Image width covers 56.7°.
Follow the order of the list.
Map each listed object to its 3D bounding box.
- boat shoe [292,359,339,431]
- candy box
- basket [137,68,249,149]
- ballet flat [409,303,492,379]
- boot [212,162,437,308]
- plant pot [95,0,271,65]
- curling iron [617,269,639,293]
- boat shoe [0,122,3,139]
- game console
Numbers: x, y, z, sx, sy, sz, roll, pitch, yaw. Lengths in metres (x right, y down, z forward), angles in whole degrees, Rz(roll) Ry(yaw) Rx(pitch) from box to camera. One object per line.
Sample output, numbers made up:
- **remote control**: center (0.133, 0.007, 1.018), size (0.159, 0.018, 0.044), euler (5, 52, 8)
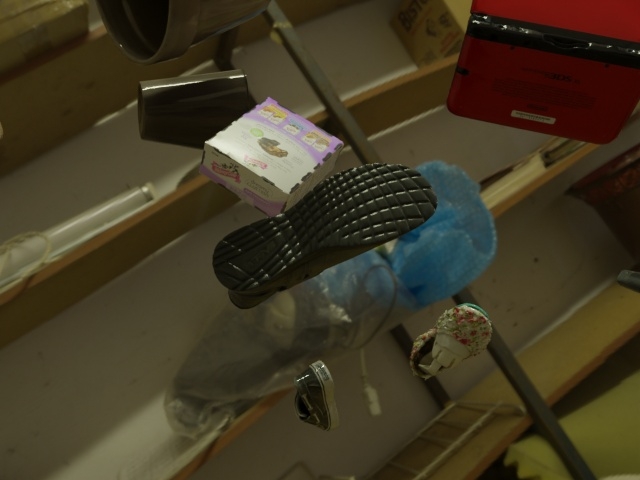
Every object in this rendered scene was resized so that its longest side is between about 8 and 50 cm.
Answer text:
- **boat shoe**: center (-0.015, 0.294, 1.083), size (0.070, 0.077, 0.219), euler (-25, -40, -15)
- **candy box**: center (-0.080, -0.143, 1.011), size (0.196, 0.165, 0.070), euler (-49, -12, -45)
- **basket**: center (-0.291, -0.289, 1.343), size (0.227, 0.204, 0.154), euler (-4, 26, -22)
- **ballet flat**: center (0.202, 0.174, 0.945), size (0.077, 0.091, 0.241), euler (-54, -9, -24)
- **boot**: center (0.000, 0.000, 0.664), size (0.247, 0.083, 0.161), euler (-22, -12, -4)
- **plant pot**: center (-0.248, -0.522, 1.137), size (0.280, 0.323, 0.323), euler (-24, -8, -36)
- **curling iron**: center (0.361, 0.055, 0.478), size (0.068, 0.035, 0.274), euler (-30, 14, -19)
- **boat shoe**: center (-0.554, -0.142, 0.735), size (0.092, 0.102, 0.285), euler (-40, -18, 31)
- **game console**: center (0.187, -0.160, 0.479), size (0.124, 0.144, 0.085), euler (97, -172, -48)
